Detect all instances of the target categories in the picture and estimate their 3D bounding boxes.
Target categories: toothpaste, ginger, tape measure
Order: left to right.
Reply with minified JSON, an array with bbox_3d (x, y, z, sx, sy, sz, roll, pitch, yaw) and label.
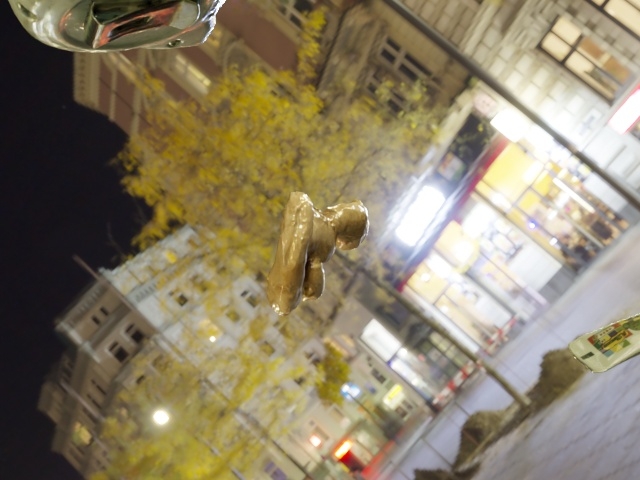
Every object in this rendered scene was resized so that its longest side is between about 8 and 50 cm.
[{"bbox_3d":[-0.089,-0.189,0.438,0.164,0.084,0.330,-21,-4,-23],"label":"tape measure"},{"bbox_3d":[-0.006,0.015,0.980,0.149,0.065,0.259,-70,-16,9],"label":"ginger"},{"bbox_3d":[0.422,0.095,0.959,0.256,0.037,0.067,-21,29,-7],"label":"toothpaste"}]
